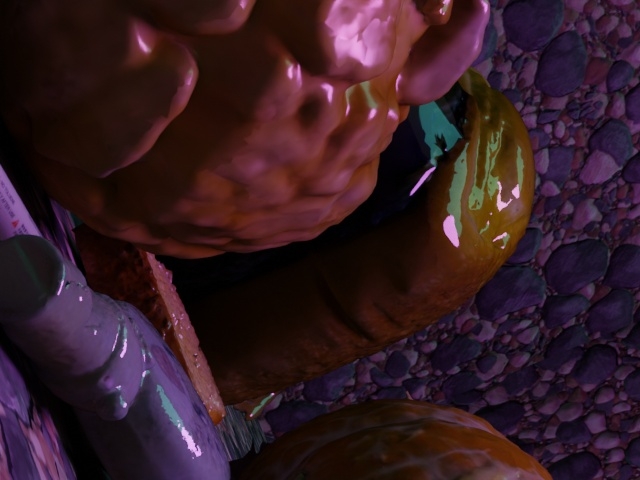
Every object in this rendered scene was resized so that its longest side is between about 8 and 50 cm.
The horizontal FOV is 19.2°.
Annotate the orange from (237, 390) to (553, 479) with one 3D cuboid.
[{"bbox_3d":[0.064,0.250,1.099,0.329,0.249,0.329,49,-16,19],"label":"orange"}]

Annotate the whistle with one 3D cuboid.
[{"bbox_3d":[-0.110,0.073,0.972,0.126,0.067,0.258,59,-2,29],"label":"whistle"}]

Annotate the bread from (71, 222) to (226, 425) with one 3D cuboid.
[{"bbox_3d":[-0.128,0.071,1.406,0.187,0.065,0.103,65,3,30],"label":"bread"}]

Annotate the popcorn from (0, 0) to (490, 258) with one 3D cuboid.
[{"bbox_3d":[-0.084,-0.168,1.243,0.344,0.390,0.354,48,36,14],"label":"popcorn"}]

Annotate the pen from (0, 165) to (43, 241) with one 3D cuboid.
[{"bbox_3d":[-0.171,-0.028,0.960,0.204,0.025,0.025,69,-2,-52],"label":"pen"}]

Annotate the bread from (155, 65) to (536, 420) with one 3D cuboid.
[{"bbox_3d":[0.000,0.000,1.554,0.208,0.376,0.251,60,28,0],"label":"bread"}]

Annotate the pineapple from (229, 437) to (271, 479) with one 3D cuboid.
[{"bbox_3d":[0.025,0.301,1.442,0.362,0.202,0.202,56,5,-30],"label":"pineapple"}]
